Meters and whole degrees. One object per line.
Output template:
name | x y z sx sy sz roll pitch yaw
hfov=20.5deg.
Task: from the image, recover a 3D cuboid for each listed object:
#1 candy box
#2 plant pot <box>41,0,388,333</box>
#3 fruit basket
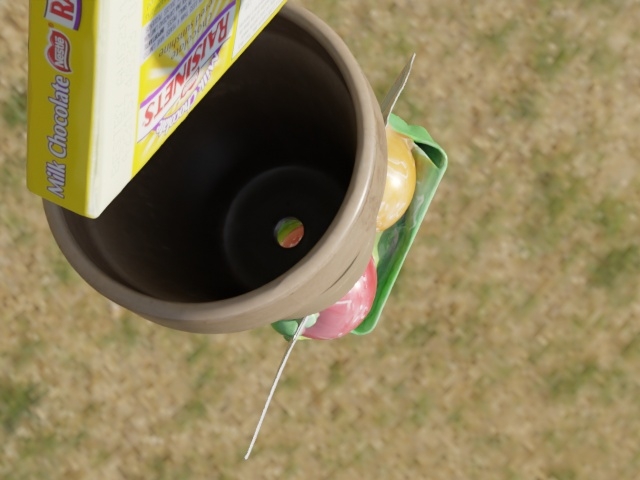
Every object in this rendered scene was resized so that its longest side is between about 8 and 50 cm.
candy box | -0.021 -0.106 0.508 0.206 0.027 0.105 -55 163 -44
plant pot | -0.053 -0.037 1.392 0.263 0.263 0.229 -47 156 0
fruit basket | 0.000 0.000 1.756 0.353 0.165 0.327 -57 171 -64
